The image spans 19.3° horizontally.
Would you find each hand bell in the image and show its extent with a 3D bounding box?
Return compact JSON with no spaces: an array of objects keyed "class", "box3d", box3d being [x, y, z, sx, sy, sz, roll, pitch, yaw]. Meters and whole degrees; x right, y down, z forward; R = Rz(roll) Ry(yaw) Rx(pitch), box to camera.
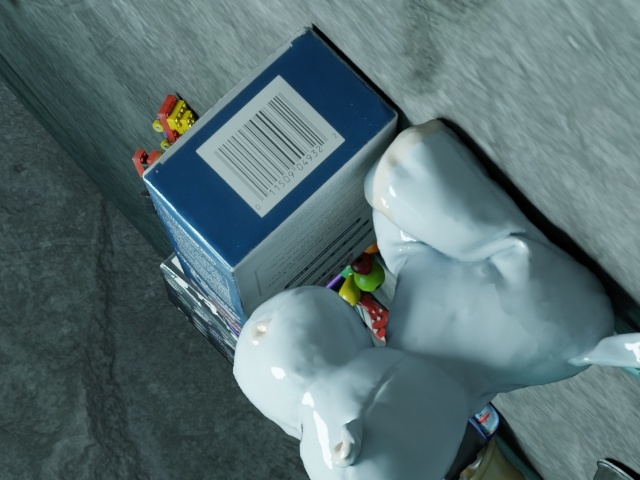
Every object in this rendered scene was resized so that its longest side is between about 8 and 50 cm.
[{"class":"hand bell","box3d":[0.242,0.312,2.115,0.242,0.126,0.126,35,175,-16]}]

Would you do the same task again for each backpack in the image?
[{"class":"backpack","box3d":[0.096,0.181,2.060,0.158,0.117,0.173,48,171,-12]}]

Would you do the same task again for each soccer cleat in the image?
[{"class":"soccer cleat","box3d":[0.059,0.082,2.100,0.083,0.029,0.035,48,-179,11]}]

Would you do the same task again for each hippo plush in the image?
[{"class":"hippo plush","box3d":[0.078,0.092,1.325,0.294,0.236,0.234,43,171,22]}]

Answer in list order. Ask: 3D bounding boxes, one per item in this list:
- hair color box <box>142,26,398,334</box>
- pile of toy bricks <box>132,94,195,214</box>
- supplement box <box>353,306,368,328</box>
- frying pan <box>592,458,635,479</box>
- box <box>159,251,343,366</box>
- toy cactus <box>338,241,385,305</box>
[{"class":"hair color box","box3d":[-0.034,-0.030,1.528,0.105,0.174,0.347,46,171,11]},{"class":"pile of toy bricks","box3d":[-0.126,-0.060,2.158,0.105,0.118,0.212,6,142,24]},{"class":"supplement box","box3d":[0.017,0.076,2.215,0.083,0.043,0.055,44,170,12]},{"class":"frying pan","box3d":[0.332,0.288,1.653,0.197,0.053,0.326,48,175,-16]},{"class":"box","box3d":[-0.066,0.040,2.041,0.143,0.165,0.270,46,171,5]},{"class":"toy cactus","box3d":[0.000,0.000,1.814,0.219,0.112,0.180,30,173,36]}]
